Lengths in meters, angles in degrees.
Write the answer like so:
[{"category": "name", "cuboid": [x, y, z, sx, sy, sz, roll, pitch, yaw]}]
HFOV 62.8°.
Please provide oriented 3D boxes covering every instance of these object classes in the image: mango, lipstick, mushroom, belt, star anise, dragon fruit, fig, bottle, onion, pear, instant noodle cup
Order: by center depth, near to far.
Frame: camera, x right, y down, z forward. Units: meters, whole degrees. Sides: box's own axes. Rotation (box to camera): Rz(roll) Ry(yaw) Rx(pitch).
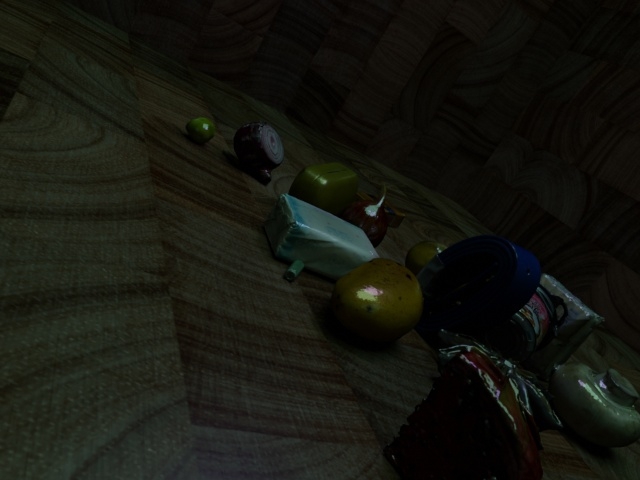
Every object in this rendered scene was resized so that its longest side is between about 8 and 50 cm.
[{"category": "dragon fruit", "cuboid": [0.244, 0.328, 0.878, 0.240, 0.303, 0.330, 4, -9, 21]}, {"category": "mango", "cuboid": [0.128, 0.138, 1.179, 0.191, 0.160, 0.290, 48, 26, 19]}, {"category": "star anise", "cuboid": [0.393, 0.321, 1.193, 0.331, 0.118, 0.332, 28, 9, -5]}, {"category": "bottle", "cuboid": [-0.061, 0.070, 1.239, 0.030, 0.030, 0.083, 32, 19, 2]}, {"category": "belt", "cuboid": [0.374, 0.120, 1.332, 0.117, 0.347, 0.213, 18, 48, -35]}, {"category": "mushroom", "cuboid": [0.707, 0.415, 1.360, 0.254, 0.184, 0.255, 26, 33, -18]}, {"category": "instant noodle cup", "cuboid": [0.512, 0.235, 1.453, 0.181, 0.302, 0.259, -30, 94, -54]}, {"category": "mango", "cuboid": [0.388, 0.110, 1.692, 0.329, 0.175, 0.177, 42, 39, -44]}, {"category": "fig", "cuboid": [0.154, -0.075, 1.695, 0.175, 0.207, 0.175, 36, 17, -13]}, {"category": "pear", "cuboid": [-0.404, -0.369, 1.760, 0.096, 0.092, 0.092, 14, 19, -3]}, {"category": "onion", "cuboid": [-0.212, -0.288, 1.790, 0.195, 0.139, 0.218, 36, 45, -72]}, {"category": "lipstick", "cuboid": [-0.303, -0.283, 1.795, 0.094, 0.019, 0.019, 42, 20, 30]}]

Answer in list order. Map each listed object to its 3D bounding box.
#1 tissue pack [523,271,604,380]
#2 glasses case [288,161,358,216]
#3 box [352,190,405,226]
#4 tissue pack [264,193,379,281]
[{"category": "tissue pack", "cuboid": [0.678, 0.261, 1.586, 0.122, 0.257, 0.215, 19, 23, -42]}, {"category": "glasses case", "cuboid": [0.021, -0.151, 1.725, 0.141, 0.173, 0.371, 35, 20, 12]}, {"category": "box", "cuboid": [0.235, -0.133, 2.210, 0.152, 0.070, 0.237, 43, 19, 32]}, {"category": "tissue pack", "cuboid": [0.001, 0.001, 1.380, 0.270, 0.124, 0.201, 24, 23, -25]}]
